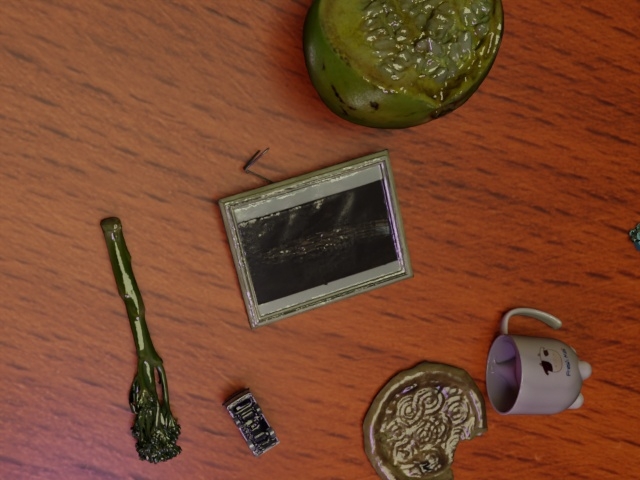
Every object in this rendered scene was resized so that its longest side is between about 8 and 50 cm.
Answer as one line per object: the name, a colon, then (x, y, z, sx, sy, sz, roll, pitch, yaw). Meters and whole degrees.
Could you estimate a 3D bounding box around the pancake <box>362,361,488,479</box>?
pancake: (0.178, 0.318, 1.807, 0.212, 0.029, 0.235, 28, 86, -14)

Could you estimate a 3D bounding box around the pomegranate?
pomegranate: (0.104, -0.329, 1.653, 0.310, 0.216, 0.358, -26, 71, -11)

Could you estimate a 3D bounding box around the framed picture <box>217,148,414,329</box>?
framed picture: (0.000, 0.000, 1.719, 0.293, 0.018, 0.231, -18, 109, -13)

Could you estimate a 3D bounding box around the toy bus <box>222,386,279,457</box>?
toy bus: (-0.113, 0.289, 1.712, 0.052, 0.058, 0.102, -31, 107, -11)

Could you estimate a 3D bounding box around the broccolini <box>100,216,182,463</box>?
broccolini: (-0.289, 0.160, 1.645, 0.079, 0.074, 0.392, -17, 100, -20)

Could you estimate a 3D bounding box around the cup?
cup: (0.368, 0.216, 1.812, 0.142, 0.173, 0.134, 4, 125, -17)

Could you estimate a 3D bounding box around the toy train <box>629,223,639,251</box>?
toy train: (0.590, -0.020, 1.887, 0.092, 0.029, 0.045, -37, 110, -10)

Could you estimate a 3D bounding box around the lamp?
lamp: (-0.063, -0.096, 1.706, 0.121, 0.041, 0.054, 41, 92, -18)
